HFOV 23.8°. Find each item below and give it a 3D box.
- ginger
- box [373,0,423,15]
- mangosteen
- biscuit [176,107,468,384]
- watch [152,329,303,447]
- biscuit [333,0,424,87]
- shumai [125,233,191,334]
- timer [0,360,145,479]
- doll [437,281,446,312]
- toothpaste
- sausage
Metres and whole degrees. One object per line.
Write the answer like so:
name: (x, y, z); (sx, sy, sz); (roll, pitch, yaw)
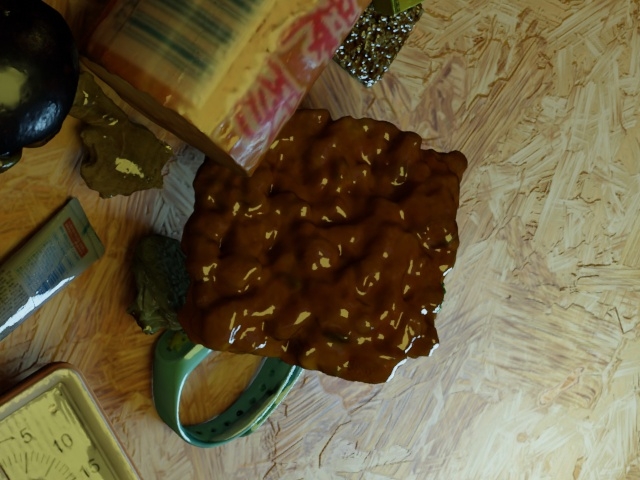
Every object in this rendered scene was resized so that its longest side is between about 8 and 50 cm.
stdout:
ginger: (-0.239, -0.107, 1.663); (0.165, 0.067, 0.096); (43, 81, -30)
box: (0.164, -0.394, 1.855); (0.279, 0.041, 0.153); (-30, 126, -31)
mangosteen: (-0.335, -0.149, 1.494); (0.194, 0.194, 0.230); (-25, 151, -29)
biscuit: (0.000, 0.000, 1.731); (0.110, 0.312, 0.318); (109, -7, -65)
watch: (-0.105, 0.147, 1.894); (0.237, 0.068, 0.195); (-47, 134, -11)
biscuit: (0.032, -0.286, 1.826); (0.231, 0.025, 0.131); (35, 87, -44)
shumai: (-0.188, 0.060, 1.781); (0.087, 0.123, 0.099); (-34, 167, 30)
timer: (-0.343, 0.291, 1.709); (0.257, 0.161, 0.250); (-33, 120, -22)
doll: (0.113, 0.056, 2.045); (0.190, 0.050, 0.115); (24, 90, -46)
toothpaste: (-0.334, 0.056, 1.673); (0.234, 0.057, 0.089); (-43, 134, -24)
sausage: (-0.089, -0.246, 1.604); (0.233, 0.233, 0.287); (38, 83, -44)
